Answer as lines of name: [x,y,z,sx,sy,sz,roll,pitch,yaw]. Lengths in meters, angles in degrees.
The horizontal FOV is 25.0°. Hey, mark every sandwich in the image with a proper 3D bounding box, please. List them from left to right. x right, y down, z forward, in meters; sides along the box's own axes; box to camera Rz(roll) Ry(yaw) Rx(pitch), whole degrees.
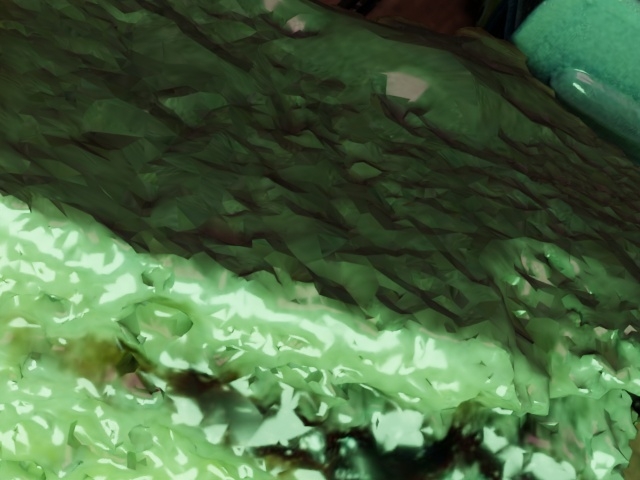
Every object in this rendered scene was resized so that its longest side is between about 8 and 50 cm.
sandwich: [0.000,0.000,0.538,0.325,0.131,0.262,17,31,-17]

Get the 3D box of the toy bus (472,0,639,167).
toy bus: [0.228,-0.061,0.743,0.312,0.152,0.190,28,48,-11]
